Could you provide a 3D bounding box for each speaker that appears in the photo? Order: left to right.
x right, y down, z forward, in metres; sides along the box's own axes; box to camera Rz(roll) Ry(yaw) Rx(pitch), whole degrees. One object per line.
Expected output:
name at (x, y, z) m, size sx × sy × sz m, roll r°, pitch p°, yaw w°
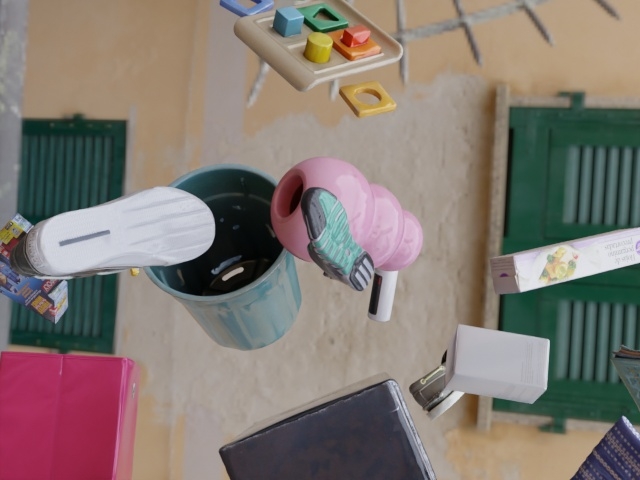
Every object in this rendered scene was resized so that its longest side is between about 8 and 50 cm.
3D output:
speaker at (0.144, 0.113, 2.232) m, size 0.055 × 0.055 × 0.136 m, roll -40°, pitch 141°, yaw -67°

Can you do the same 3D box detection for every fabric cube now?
fabric cube at (-0.517, 0.374, 2.011) m, size 0.254 × 0.258 × 0.258 m, roll 104°, pitch -11°, yaw -76°

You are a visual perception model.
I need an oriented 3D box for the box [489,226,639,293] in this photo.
box at (0.434, 0.033, 1.682) m, size 0.323 × 0.067 × 0.063 m, roll -11°, pitch 92°, yaw -32°

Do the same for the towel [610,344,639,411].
towel at (0.702, 0.299, 1.658) m, size 0.040 × 0.370 × 0.271 m, roll -44°, pitch 114°, yaw -29°

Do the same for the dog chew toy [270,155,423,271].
dog chew toy at (0.066, -0.033, 1.908) m, size 0.331 × 0.206 × 0.207 m, roll 22°, pitch 68°, yaw -35°

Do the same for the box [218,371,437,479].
box at (0.076, 0.488, 1.614) m, size 0.480 × 0.297 × 0.472 m, roll 70°, pitch -1°, yaw -83°

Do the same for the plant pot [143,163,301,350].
plant pot at (-0.193, 0.065, 2.179) m, size 0.334 × 0.340 × 0.341 m, roll 73°, pitch 26°, yaw -56°

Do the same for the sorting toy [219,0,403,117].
sorting toy at (0.000, -0.304, 1.437) m, size 0.196 × 0.347 × 0.047 m, roll -25°, pitch 145°, yaw -32°

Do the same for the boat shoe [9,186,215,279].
boat shoe at (-0.309, -0.012, 1.457) m, size 0.335 × 0.119 × 0.121 m, roll -7°, pitch 88°, yaw -48°

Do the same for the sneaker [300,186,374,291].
sneaker at (0.000, 0.000, 1.546) m, size 0.083 × 0.098 × 0.224 m, roll -56°, pitch 137°, yaw -27°

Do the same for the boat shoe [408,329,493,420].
boat shoe at (0.308, 0.276, 2.160) m, size 0.305 × 0.091 × 0.109 m, roll -37°, pitch 169°, yaw -40°

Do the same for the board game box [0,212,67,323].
board game box at (-0.543, 0.058, 1.855) m, size 0.194 × 0.194 × 0.060 m, roll 42°, pitch 37°, yaw -14°

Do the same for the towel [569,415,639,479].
towel at (0.416, 0.431, 1.325) m, size 0.040 × 0.243 × 0.336 m, roll -14°, pitch 139°, yaw -39°

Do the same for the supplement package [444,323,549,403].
supplement package at (0.338, 0.239, 1.885) m, size 0.105 × 0.179 × 0.105 m, roll 101°, pitch -2°, yaw -66°

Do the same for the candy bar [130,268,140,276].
candy bar at (-0.366, 0.039, 1.937) m, size 0.161 × 0.018 × 0.040 m, roll -128°, pitch -149°, yaw -78°
